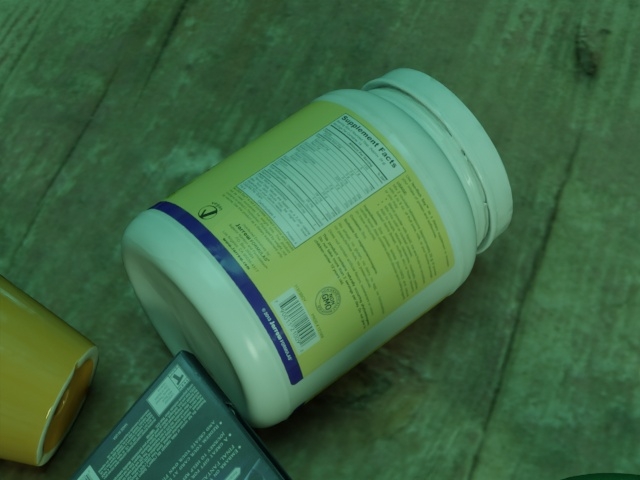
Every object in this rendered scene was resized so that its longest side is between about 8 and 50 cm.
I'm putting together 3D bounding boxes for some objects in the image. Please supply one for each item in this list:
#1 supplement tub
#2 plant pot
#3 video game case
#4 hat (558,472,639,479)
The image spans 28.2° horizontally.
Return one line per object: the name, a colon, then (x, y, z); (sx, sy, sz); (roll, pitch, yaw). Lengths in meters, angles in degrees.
supplement tub: (0.000, 0.000, 1.251); (0.331, 0.241, 0.241); (-35, 56, -21)
plant pot: (-0.326, 0.122, 1.234); (0.188, 0.205, 0.205); (23, 56, 4)
video game case: (-0.110, 0.259, 1.134); (0.196, 0.026, 0.274); (-49, 57, 9)
hat: (0.271, 0.323, 1.104); (0.173, 0.184, 0.208); (3, 10, 0)
